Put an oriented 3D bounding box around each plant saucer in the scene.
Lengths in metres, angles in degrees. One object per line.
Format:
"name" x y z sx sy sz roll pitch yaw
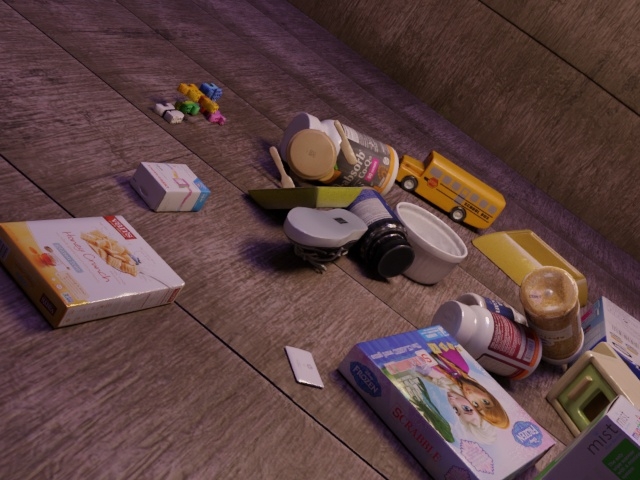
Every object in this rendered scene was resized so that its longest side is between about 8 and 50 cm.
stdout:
"plant saucer" -0.031 -0.092 1.748 0.189 0.045 0.188 1 3 33
"plant saucer" 0.654 0.073 2.406 0.333 0.081 0.333 46 25 22

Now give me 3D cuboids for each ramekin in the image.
"ramekin" 0.238 0.012 1.923 0.207 0.109 0.207 29 23 -14

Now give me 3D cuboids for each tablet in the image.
"tablet" -0.026 0.208 1.319 0.054 0.006 0.083 20 27 -31

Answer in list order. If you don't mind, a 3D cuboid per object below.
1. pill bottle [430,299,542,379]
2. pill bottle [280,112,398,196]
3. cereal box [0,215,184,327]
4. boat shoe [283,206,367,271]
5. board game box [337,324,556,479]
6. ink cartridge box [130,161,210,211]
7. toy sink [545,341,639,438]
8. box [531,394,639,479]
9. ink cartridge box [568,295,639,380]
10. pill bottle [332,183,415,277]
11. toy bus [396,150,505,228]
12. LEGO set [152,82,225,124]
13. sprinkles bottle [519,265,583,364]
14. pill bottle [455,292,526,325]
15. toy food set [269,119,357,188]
"pill bottle" 0.346 0.207 1.677 0.221 0.121 0.121 24 25 -26
"pill bottle" 0.048 -0.212 2.037 0.279 0.162 0.162 20 27 -31
"cereal box" -0.336 0.037 1.178 0.173 0.047 0.240 44 24 19
"boat shoe" -0.003 -0.003 1.635 0.113 0.105 0.306 36 16 12
"board game box" 0.231 0.295 1.420 0.318 0.066 0.319 46 26 24
"ink cartridge box" -0.283 -0.100 1.510 0.088 0.052 0.122 46 26 23
"toy sink" 0.596 0.335 1.729 0.131 0.152 0.234 18 29 -33
"box" 0.460 0.417 1.246 0.231 0.262 0.127 44 25 18
"ink cartridge box" 0.759 0.325 1.967 0.270 0.151 0.395 36 22 4
"pill bottle" 0.122 -0.021 1.814 0.123 0.122 0.219 15 31 -39
"toy bus" 0.386 -0.161 2.430 0.333 0.130 0.108 31 23 -8
"LEGO set" -0.279 -0.316 1.891 0.093 0.087 0.227 41 25 14
"sprinkles bottle" 0.520 0.174 1.788 0.121 0.121 0.355 50 -1 31
"pill bottle" 0.385 0.181 1.814 0.169 0.094 0.094 19 28 -34
"toy food set" -0.022 -0.199 1.901 0.132 0.192 0.038 67 -13 -1
